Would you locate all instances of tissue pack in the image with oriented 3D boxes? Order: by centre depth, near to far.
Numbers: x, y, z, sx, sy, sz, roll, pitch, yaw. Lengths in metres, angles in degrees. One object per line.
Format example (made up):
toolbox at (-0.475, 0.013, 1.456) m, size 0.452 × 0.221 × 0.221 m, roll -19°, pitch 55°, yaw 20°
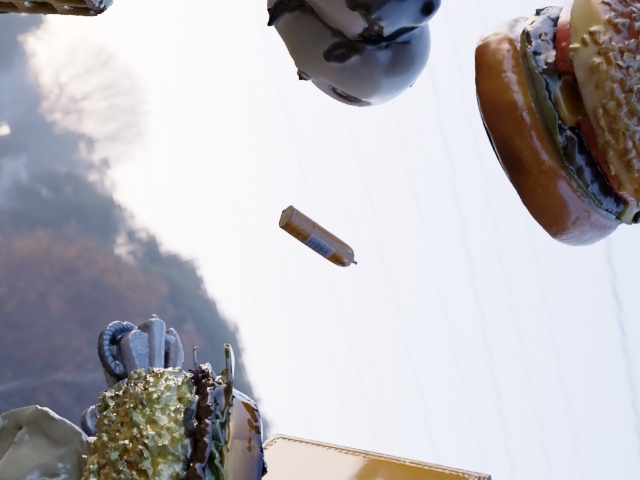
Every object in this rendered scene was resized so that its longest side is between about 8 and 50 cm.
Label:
tissue pack at (0.038, 0.338, 1.654) m, size 0.274 × 0.145 × 0.194 m, roll 6°, pitch -62°, yaw 35°

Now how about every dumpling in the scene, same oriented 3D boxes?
dumpling at (-0.331, 0.320, 1.967) m, size 0.193 × 0.147 × 0.258 m, roll -42°, pitch -108°, yaw 36°

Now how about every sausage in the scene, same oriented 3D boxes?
sausage at (0.000, 0.000, 1.796) m, size 0.107 × 0.031 × 0.031 m, roll 35°, pitch 2°, yaw -23°

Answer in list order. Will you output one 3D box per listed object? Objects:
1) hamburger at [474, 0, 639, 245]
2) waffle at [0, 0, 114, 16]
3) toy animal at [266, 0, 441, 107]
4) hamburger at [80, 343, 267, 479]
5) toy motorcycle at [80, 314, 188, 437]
hamburger at (0.364, -0.168, 2.005) m, size 0.330 × 0.250 × 0.330 m, roll 42°, pitch 33°, yaw -37°
waffle at (-0.464, -0.389, 2.178) m, size 0.224 × 0.328 × 0.098 m, roll 52°, pitch 44°, yaw -74°
toy animal at (0.059, -0.323, 2.158) m, size 0.310 × 0.251 × 0.251 m, roll 100°, pitch -29°, yaw -62°
hamburger at (-0.132, 0.213, 1.329) m, size 0.261 × 0.139 × 0.243 m, roll 119°, pitch -22°, yaw -49°
toy motorcycle at (-0.161, 0.211, 1.742) m, size 0.110 × 0.171 × 0.260 m, roll -30°, pitch -110°, yaw 35°
